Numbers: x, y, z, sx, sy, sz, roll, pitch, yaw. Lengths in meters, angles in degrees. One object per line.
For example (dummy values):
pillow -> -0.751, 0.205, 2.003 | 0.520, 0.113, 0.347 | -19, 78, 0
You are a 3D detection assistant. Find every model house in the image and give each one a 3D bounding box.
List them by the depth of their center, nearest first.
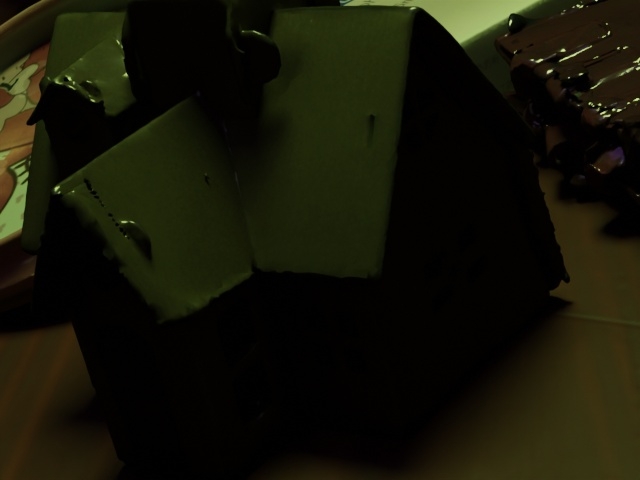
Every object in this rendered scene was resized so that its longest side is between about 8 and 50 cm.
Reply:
model house -> -0.044, -0.044, 0.857 | 0.211, 0.243, 0.204 | 4, 30, 36

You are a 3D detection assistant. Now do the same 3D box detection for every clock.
clock -> -0.155, -0.055, 1.110 | 0.244, 0.056, 0.244 | -24, 37, 20

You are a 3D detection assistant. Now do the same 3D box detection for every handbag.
handbag -> 0.213, -0.089, 1.017 | 0.216, 0.074, 0.203 | -21, 24, -9

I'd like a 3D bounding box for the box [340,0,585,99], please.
box -> 0.069, -0.126, 1.191 | 0.343, 0.065, 0.200 | -31, 28, -31
